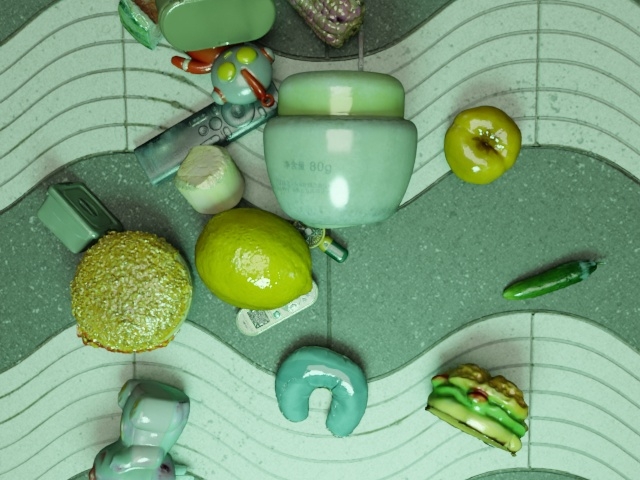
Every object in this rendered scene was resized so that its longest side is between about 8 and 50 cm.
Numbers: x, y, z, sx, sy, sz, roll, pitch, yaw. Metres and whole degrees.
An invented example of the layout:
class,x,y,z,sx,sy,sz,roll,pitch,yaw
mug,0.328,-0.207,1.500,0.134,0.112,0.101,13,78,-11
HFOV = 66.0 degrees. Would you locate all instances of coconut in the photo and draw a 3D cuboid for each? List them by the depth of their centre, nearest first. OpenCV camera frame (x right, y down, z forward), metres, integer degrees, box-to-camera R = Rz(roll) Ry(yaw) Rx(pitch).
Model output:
class,x,y,z,sx,sy,sz,roll,pitch,yaw
coconut,-0.252,-0.135,1.146,0.147,0.153,0.147,-5,63,11

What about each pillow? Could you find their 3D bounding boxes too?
class,x,y,z,sx,sy,sz,roll,pitch,yaw
pillow,0.000,0.367,1.201,0.233,0.086,0.214,15,100,3

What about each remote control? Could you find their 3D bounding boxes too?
class,x,y,z,sx,sy,sz,roll,pitch,yaw
remote control,-0.266,-0.267,1.187,0.377,0.044,0.107,-29,96,5
remote control,-0.105,0.159,1.211,0.221,0.042,0.078,-29,93,5

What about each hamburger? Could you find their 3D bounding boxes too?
class,x,y,z,sx,sy,sz,roll,pitch,yaw
hamburger,0.363,0.368,1.123,0.237,0.237,0.149,30,77,0
hamburger,-0.433,0.122,1.152,0.275,0.179,0.294,9,94,-1

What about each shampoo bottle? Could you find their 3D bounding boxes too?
class,x,y,z,sx,sy,sz,roll,pitch,yaw
shampoo bottle,0.040,-0.186,1.040,0.322,0.322,0.318,2,100,2

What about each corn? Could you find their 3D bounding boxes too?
class,x,y,z,sx,sy,sz,roll,pitch,yaw
corn,-0.039,-0.587,1.116,0.335,0.126,0.126,44,95,1

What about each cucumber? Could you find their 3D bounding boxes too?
class,x,y,z,sx,sy,sz,roll,pitch,yaw
cucumber,0.557,0.092,1.171,0.250,0.056,0.056,-22,93,5

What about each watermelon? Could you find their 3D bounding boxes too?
class,x,y,z,sx,sy,sz,roll,pitch,yaw
watermelon,-0.406,-0.530,1.177,0.098,0.121,0.158,42,50,-15

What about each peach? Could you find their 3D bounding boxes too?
class,x,y,z,sx,sy,sz,roll,pitch,yaw
peach,0.369,-0.220,1.133,0.179,0.103,0.179,0,94,-1

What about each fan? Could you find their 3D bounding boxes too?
class,x,y,z,sx,sy,sz,roll,pitch,yaw
fan,0.000,0.000,1.196,0.155,0.039,0.082,37,94,-2

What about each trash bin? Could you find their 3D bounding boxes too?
class,x,y,z,sx,sy,sz,roll,pitch,yaw
trash bin,-0.242,-0.545,1.066,0.243,0.121,0.248,-15,61,-11

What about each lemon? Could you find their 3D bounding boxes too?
class,x,y,z,sx,sy,sz,roll,pitch,yaw
lemon,-0.152,0.041,1.110,0.263,0.236,0.236,-3,94,-2

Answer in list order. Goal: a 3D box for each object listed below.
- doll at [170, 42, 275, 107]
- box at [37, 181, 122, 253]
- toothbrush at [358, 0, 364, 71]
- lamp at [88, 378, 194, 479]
class,x,y,z,sx,sy,sz,roll,pitch,yaw
doll,-0.218,-0.416,1.121,0.199,0.105,0.336,-40,76,-6
box,-0.583,-0.050,1.183,0.093,0.124,0.172,-43,90,15
toothbrush,0.096,-0.477,1.170,0.014,0.017,0.195,1,97,8
lamp,-0.408,0.508,1.185,0.247,0.247,0.301,22,82,-38
